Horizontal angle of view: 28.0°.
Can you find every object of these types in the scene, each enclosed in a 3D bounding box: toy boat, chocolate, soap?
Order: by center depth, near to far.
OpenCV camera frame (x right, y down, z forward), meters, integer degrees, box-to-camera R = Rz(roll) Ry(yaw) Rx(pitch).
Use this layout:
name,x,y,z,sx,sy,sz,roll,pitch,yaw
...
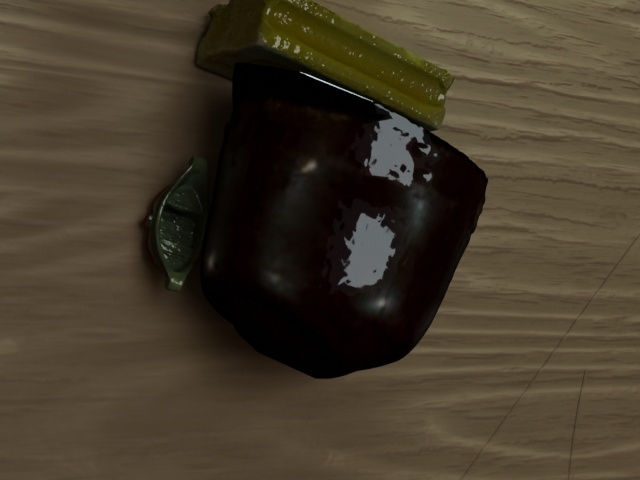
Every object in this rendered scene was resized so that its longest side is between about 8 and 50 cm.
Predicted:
name,x,y,z,sx,sy,sz,roll,pitch,yaw
chocolate,0.000,0.000,1.661,0.383,0.383,0.331,27,86,-29
toy boat,-0.184,-0.019,1.663,0.089,0.071,0.185,18,70,-26
soap,0.005,-0.235,1.758,0.315,0.199,0.091,21,75,-32
